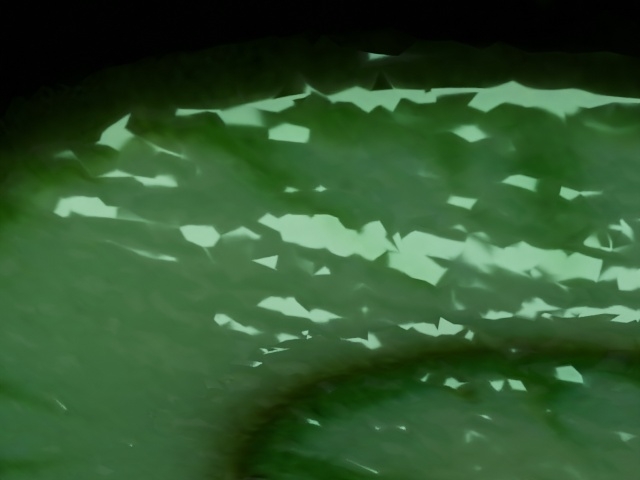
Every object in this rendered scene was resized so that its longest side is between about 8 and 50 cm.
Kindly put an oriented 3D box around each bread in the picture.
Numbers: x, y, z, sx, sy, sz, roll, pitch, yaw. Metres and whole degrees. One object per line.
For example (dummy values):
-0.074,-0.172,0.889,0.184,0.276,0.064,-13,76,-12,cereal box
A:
0.069,0.023,0.521,0.366,0.129,0.382,29,142,-22,bread
